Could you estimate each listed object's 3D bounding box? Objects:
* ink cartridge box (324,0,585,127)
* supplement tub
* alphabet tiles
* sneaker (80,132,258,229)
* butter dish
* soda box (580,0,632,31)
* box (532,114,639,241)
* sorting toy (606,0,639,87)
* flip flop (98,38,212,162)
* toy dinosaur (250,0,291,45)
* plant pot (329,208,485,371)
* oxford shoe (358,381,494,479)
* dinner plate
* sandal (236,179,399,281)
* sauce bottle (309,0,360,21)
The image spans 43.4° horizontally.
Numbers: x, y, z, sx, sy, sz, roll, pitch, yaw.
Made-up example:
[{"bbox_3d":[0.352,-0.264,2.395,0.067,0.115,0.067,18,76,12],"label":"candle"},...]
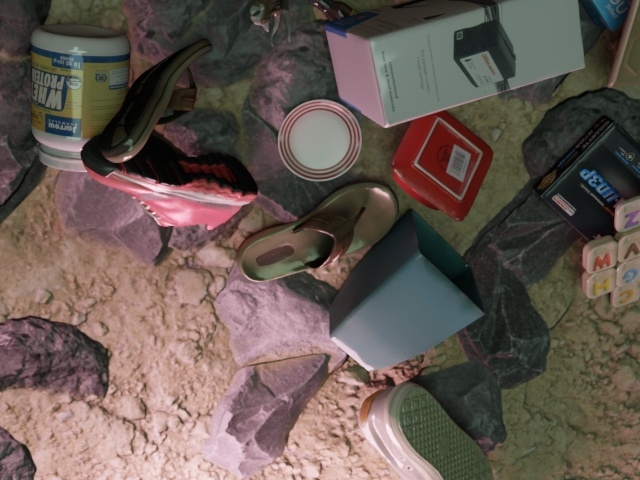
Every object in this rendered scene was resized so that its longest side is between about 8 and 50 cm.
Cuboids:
[{"bbox_3d":[0.188,-0.285,1.175,0.307,0.223,0.129,-17,113,-10],"label":"ink cartridge box"},{"bbox_3d":[-0.365,-0.218,1.227,0.144,0.144,0.200,5,112,-7],"label":"supplement tub"},{"bbox_3d":[0.592,0.009,1.405,0.284,0.021,0.278,-20,136,-2],"label":"alphabet tiles"},{"bbox_3d":[-0.242,-0.073,1.261,0.313,0.116,0.136,11,129,-46],"label":"sneaker"},{"bbox_3d":[0.181,-0.120,1.335,0.159,0.118,0.160,35,64,-15],"label":"butter dish"},{"bbox_3d":[0.415,-0.431,1.246,0.071,0.067,0.210,-38,111,11],"label":"soda box"},{"bbox_3d":[0.509,-0.083,1.406,0.220,0.051,0.175,39,104,-19],"label":"box"},{"bbox_3d":[0.532,-0.340,1.259,0.208,0.038,0.193,-13,125,-33],"label":"sorting toy"},{"bbox_3d":[-0.232,-0.202,1.194,0.112,0.277,0.080,-18,127,35],"label":"flip flop"},{"bbox_3d":[-0.011,-0.458,1.191,0.313,0.121,0.160,-41,122,7],"label":"toy dinosaur"},{"bbox_3d":[0.133,0.105,1.397,0.165,0.166,0.234,42,110,-18],"label":"plant pot"},{"bbox_3d":[0.215,0.432,1.563,0.130,0.169,0.449,-5,131,43],"label":"oxford shoe"},{"bbox_3d":[-0.001,-0.168,1.347,0.141,0.017,0.141,-1,112,-3],"label":"dinner plate"},{"bbox_3d":[0.000,0.002,1.380,0.302,0.086,0.120,-27,112,6],"label":"sandal"},{"bbox_3d":[0.041,-0.346,1.265,0.128,0.042,0.042,32,107,-14],"label":"sauce bottle"}]
